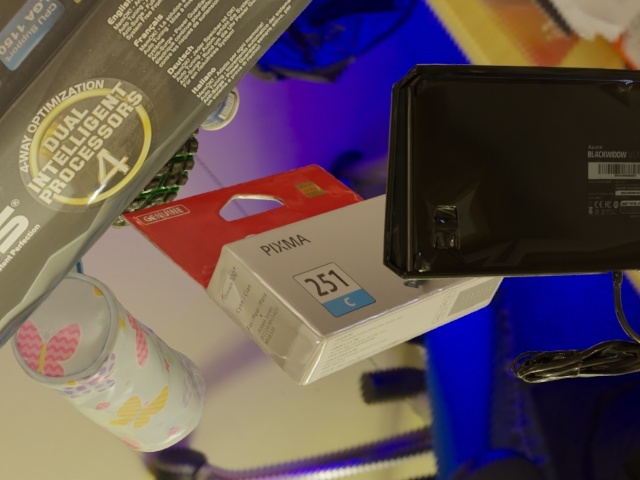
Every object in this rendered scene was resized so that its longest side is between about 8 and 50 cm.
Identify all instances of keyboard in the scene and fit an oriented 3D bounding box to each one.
[{"bbox_3d":[0.175,-0.003,0.912,0.317,0.033,0.201,-1,93,-29],"label":"keyboard"}]

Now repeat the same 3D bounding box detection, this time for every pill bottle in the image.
[{"bbox_3d":[-0.147,-0.170,1.697,0.120,0.067,0.067,24,89,-62],"label":"pill bottle"}]

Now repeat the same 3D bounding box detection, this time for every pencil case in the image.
[{"bbox_3d":[-0.209,0.125,1.516,0.113,0.124,0.273,-33,155,1],"label":"pencil case"}]

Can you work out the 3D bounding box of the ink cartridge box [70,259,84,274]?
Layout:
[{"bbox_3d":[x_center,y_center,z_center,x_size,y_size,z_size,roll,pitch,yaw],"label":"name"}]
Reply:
[{"bbox_3d":[-0.308,0.047,1.704,0.082,0.190,0.139,-8,116,-8],"label":"ink cartridge box"}]

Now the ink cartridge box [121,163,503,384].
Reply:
[{"bbox_3d":[0.000,0.000,1.462,0.296,0.261,0.066,-19,141,-47],"label":"ink cartridge box"}]

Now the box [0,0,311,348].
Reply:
[{"bbox_3d":[-0.129,-0.167,0.732,0.395,0.318,0.097,-48,136,4],"label":"box"}]

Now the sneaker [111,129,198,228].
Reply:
[{"bbox_3d":[-0.232,-0.184,1.877,0.134,0.146,0.343,10,83,-31],"label":"sneaker"}]
